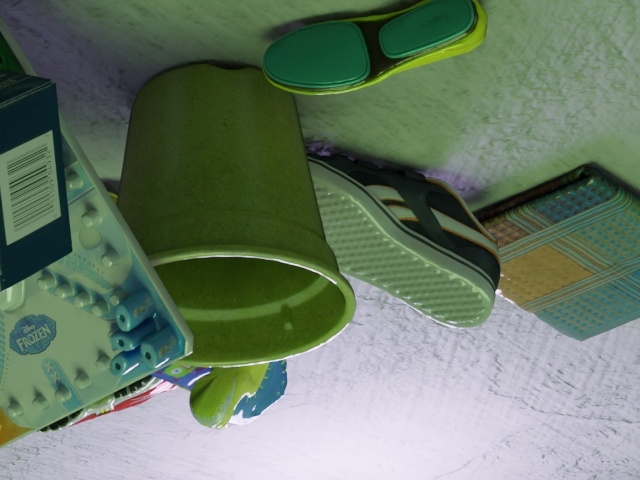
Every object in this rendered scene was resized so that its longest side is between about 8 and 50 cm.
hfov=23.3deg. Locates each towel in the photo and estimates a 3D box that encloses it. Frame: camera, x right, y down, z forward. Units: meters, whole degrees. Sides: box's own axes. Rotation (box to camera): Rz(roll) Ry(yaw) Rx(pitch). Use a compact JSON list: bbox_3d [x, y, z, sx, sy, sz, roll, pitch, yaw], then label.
[{"bbox_3d":[0.345,0.022,2.035,0.271,0.040,0.370,-25,144,34],"label":"towel"}]

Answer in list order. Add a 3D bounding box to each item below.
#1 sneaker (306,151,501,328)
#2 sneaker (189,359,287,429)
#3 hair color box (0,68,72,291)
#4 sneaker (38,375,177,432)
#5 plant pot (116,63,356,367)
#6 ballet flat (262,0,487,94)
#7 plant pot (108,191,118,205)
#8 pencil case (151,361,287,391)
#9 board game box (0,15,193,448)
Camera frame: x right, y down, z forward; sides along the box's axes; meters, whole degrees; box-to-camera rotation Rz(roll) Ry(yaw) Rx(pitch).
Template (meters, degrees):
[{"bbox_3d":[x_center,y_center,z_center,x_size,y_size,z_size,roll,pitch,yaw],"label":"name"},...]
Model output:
[{"bbox_3d":[0.072,-0.024,1.839,0.321,0.127,0.126,33,136,-12],"label":"sneaker"},{"bbox_3d":[-0.083,0.142,2.060,0.091,0.240,0.126,32,-178,33],"label":"sneaker"},{"bbox_3d":[-0.399,-0.083,1.438,0.347,0.105,0.173,14,119,30],"label":"hair color box"},{"bbox_3d":[-0.318,0.222,2.278,0.279,0.107,0.118,-17,159,28],"label":"sneaker"},{"bbox_3d":[-0.109,-0.035,1.636,0.276,0.253,0.276,-3,152,-2],"label":"plant pot"},{"bbox_3d":[0.059,-0.190,1.561,0.231,0.077,0.077,-14,167,15],"label":"ballet flat"},{"bbox_3d":[-0.268,0.008,1.859,0.134,0.134,0.095,-3,178,0],"label":"plant pot"},{"bbox_3d":[-0.170,0.140,2.109,0.133,0.119,0.306,-35,140,25],"label":"pencil case"},{"bbox_3d":[-0.354,0.011,1.553,0.390,0.390,0.050,-28,-175,41],"label":"board game box"}]
